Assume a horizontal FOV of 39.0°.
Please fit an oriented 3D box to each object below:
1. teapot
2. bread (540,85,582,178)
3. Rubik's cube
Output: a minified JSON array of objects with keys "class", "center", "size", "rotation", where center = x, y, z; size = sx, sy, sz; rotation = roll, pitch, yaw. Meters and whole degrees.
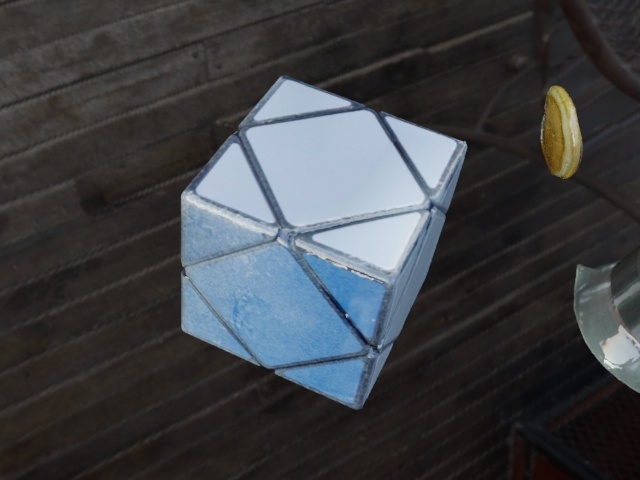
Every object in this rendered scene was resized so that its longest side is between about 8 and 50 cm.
[{"class":"teapot","center":[0.502,0.039,1.065],"size":[0.253,0.300,0.344],"rotation":[-45,175,-43]},{"class":"bread","center":[0.279,-0.126,1.055],"size":[0.025,0.110,0.110],"rotation":[-10,125,-1]},{"class":"Rubik's cube","center":[0.000,0.000,0.877],"size":[0.207,0.205,0.205],"rotation":[-56,164,-42]}]
